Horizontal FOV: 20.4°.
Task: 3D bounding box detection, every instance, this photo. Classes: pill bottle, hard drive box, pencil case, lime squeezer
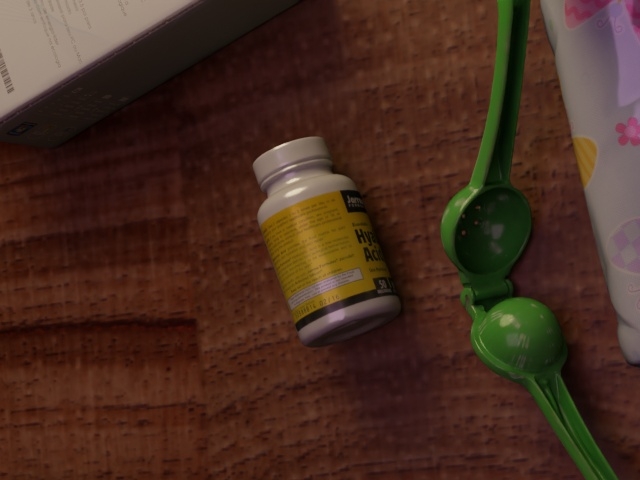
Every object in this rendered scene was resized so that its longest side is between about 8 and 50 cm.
[{"bbox_3d":[0.000,0.000,1.062,0.065,0.065,0.116,-26,77,24],"label":"pill bottle"},{"bbox_3d":[-0.137,-0.191,1.128,0.232,0.089,0.181,-27,76,24],"label":"hard drive box"},{"bbox_3d":[0.193,-0.065,0.940,0.124,0.113,0.273,-15,81,11],"label":"pencil case"},{"bbox_3d":[0.122,0.024,0.994,0.110,0.059,0.310,-18,82,45],"label":"lime squeezer"}]
